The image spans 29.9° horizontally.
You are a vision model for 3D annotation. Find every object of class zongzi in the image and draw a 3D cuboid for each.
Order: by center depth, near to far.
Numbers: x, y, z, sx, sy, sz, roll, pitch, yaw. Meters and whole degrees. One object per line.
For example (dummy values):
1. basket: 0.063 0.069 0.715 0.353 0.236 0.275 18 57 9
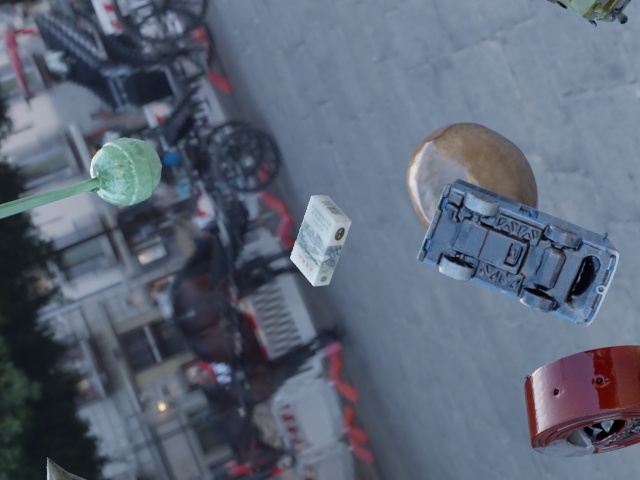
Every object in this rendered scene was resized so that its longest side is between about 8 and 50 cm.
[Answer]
1. zongzi: -0.298 0.293 1.463 0.040 0.076 0.083 25 118 51

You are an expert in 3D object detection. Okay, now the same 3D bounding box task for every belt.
1. belt: 0.453 0.273 1.995 0.324 0.227 0.115 116 154 -63

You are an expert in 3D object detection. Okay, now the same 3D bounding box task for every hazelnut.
1. hazelnut: 0.223 -0.072 1.768 0.214 0.176 0.214 52 172 11

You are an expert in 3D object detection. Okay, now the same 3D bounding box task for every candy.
1. candy: -0.452 -0.072 2.022 0.119 0.440 0.119 23 124 39

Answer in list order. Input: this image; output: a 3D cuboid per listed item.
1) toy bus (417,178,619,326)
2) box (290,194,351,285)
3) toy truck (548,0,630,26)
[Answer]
1. toy bus: 0.257 0.012 1.540 0.133 0.234 0.116 -33 -35 -75
2. box: 0.000 0.000 1.283 0.054 0.024 0.083 47 130 40
3. toy truck: 0.282 -0.290 1.262 0.127 0.127 0.257 43 -158 13
